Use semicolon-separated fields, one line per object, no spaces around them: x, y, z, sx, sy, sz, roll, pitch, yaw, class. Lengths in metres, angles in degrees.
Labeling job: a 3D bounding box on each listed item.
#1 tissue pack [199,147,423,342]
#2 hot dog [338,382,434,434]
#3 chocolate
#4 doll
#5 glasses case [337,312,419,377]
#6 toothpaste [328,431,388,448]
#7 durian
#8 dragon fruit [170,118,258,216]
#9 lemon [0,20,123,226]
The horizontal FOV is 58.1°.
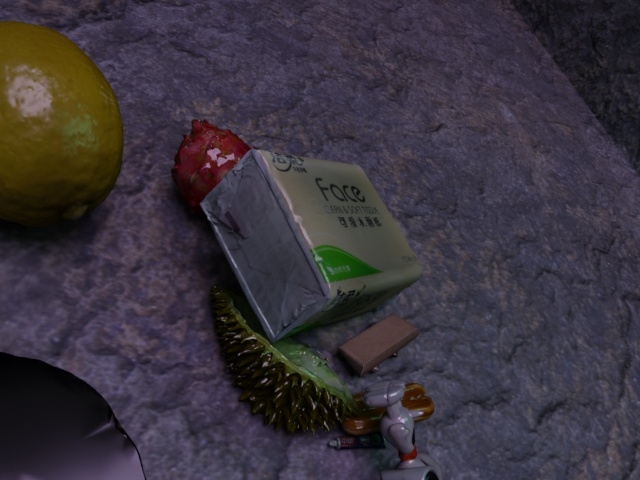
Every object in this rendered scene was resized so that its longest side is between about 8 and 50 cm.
0.000;0.000;1.211;0.405;0.205;0.332;-4;60;-58;tissue pack
0.143;0.354;1.208;0.236;0.062;0.092;-1;42;-23;hot dog
-0.406;0.336;0.830;0.340;0.210;0.225;40;51;10;chocolate
0.148;0.417;1.076;0.208;0.144;0.271;-67;137;-65;doll
0.120;0.237;1.296;0.193;0.070;0.102;-25;43;-37;glasses case
0.078;0.406;1.165;0.140;0.021;0.037;6;55;-28;toothpaste
-0.084;0.217;1.132;0.394;0.163;0.198;42;47;19;durian
-0.241;-0.163;1.308;0.268;0.210;0.205;61;12;19;dragon fruit
-0.529;-0.188;1.069;0.364;0.364;0.364;15;51;-18;lemon
